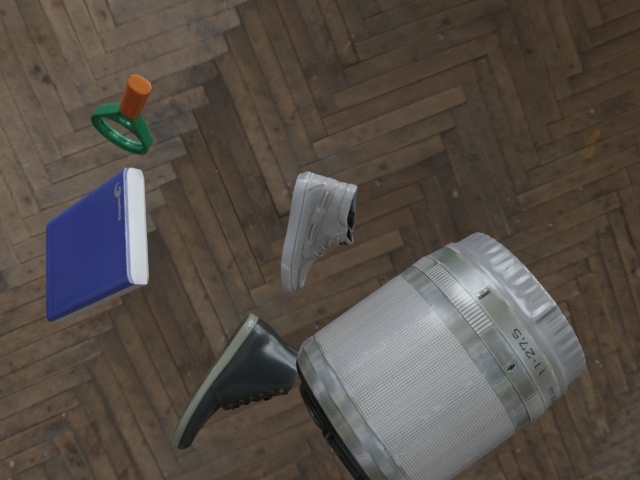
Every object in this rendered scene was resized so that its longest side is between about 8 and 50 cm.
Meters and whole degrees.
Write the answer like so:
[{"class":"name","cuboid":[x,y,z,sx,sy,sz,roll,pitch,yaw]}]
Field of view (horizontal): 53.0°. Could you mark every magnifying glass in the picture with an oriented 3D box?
[{"class":"magnifying glass","cuboid":[-0.261,-0.170,0.871,0.092,0.231,0.026,33,72,-16]}]

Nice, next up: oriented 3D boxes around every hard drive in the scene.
[{"class":"hard drive","cuboid":[-0.426,0.018,1.196,0.040,0.319,0.210,10,67,-45]}]

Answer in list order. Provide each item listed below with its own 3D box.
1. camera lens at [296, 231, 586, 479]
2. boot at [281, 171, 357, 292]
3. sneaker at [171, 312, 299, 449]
[{"class":"camera lens","cuboid":[0.127,0.148,0.739,0.274,0.219,0.219,-35,100,-2]},{"class":"boot","cuboid":[0.000,0.000,1.241,0.124,0.095,0.258,14,119,8]},{"class":"sneaker","cuboid":[-0.119,0.230,0.947,0.118,0.083,0.222,35,78,-5]}]
